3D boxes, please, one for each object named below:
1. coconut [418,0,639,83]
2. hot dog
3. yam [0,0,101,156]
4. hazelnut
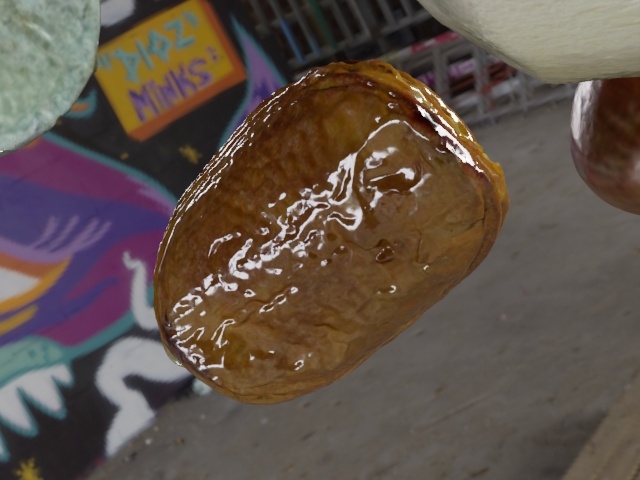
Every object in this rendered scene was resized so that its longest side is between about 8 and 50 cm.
[{"bbox_3d":[0.165,-0.188,0.486,0.247,0.245,0.245,-1,27,34],"label":"coconut"},{"bbox_3d":[0.000,0.000,0.793,0.272,0.196,0.122,-46,6,24],"label":"hot dog"},{"bbox_3d":[-0.139,-0.088,0.437,0.106,0.106,0.259,-30,17,-9],"label":"yam"},{"bbox_3d":[0.309,-0.104,0.917,0.214,0.176,0.214,-44,20,20],"label":"hazelnut"}]
